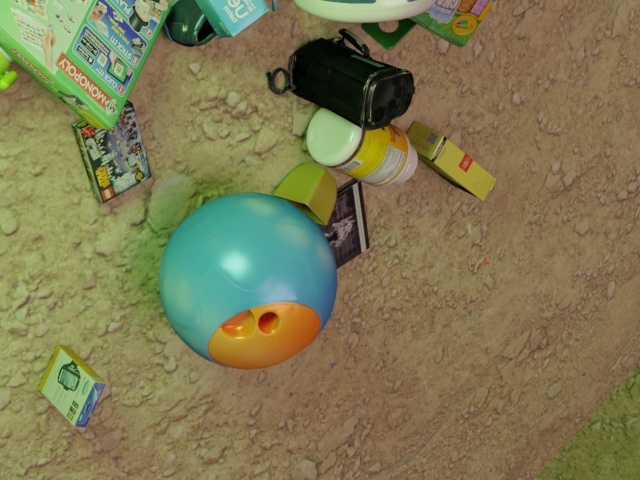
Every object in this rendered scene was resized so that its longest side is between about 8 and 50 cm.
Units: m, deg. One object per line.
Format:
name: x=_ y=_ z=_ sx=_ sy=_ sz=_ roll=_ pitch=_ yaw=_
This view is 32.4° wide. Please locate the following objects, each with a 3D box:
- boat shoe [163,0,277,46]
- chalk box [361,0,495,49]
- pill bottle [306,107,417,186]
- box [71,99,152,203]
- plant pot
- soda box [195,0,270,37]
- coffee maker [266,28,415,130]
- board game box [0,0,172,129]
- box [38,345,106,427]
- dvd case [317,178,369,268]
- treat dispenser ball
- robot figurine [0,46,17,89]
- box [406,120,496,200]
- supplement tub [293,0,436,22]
boat shoe: x=-0.115 y=-0.368 z=1.659 sx=0.258 sy=0.089 sz=0.109 roll=-47 pitch=139 yaw=-13
chalk box: x=0.182 y=-0.448 z=1.827 sx=0.179 sy=0.180 sz=0.289 roll=15 pitch=116 yaw=-49
pill bottle: x=0.081 y=-0.166 z=1.969 sx=0.215 sy=0.117 sz=0.117 roll=18 pitch=100 yaw=-50
box: x=-0.311 y=-0.134 z=1.656 sx=0.094 sy=0.027 sz=0.137 roll=-33 pitch=134 yaw=-26
plant pot: x=-0.018 y=-0.089 z=1.951 sx=0.081 sy=0.081 sz=0.083 roll=45 pitch=68 yaw=-50
soda box: x=-0.163 y=-0.390 z=1.542 sx=0.071 sy=0.067 sz=0.210 roll=-38 pitch=110 yaw=-13
coffee maker: x=0.038 y=-0.252 z=1.822 sx=0.171 sy=0.178 sz=0.120 roll=-39 pitch=136 yaw=-22
board game box: x=-0.338 y=-0.320 z=1.444 sx=0.317 sy=0.046 sz=0.213 roll=46 pitch=60 yaw=-49
box: x=-0.386 y=0.232 z=1.728 sx=0.028 sy=0.136 sz=0.081 roll=17 pitch=102 yaw=-50
dvd case: x=0.000 y=0.000 z=2.070 sx=0.221 sy=0.018 sz=0.164 roll=-32 pitch=133 yaw=-27
treat dispenser ball: x=-0.116 y=0.065 z=1.783 sx=0.288 sy=0.288 sz=0.288 roll=-25 pitch=130 yaw=-33
robot figurine: x=-0.441 y=-0.236 z=1.426 sx=0.101 sy=0.067 sz=0.115 roll=45 pitch=78 yaw=-18
box: x=0.257 y=-0.154 z=2.183 sx=0.232 sy=0.087 sz=0.058 roll=31 pitch=91 yaw=-49
supplement tub: x=0.065 y=-0.497 z=1.592 sx=0.228 sy=0.228 sz=0.316 roll=-24 pitch=127 yaw=-34
